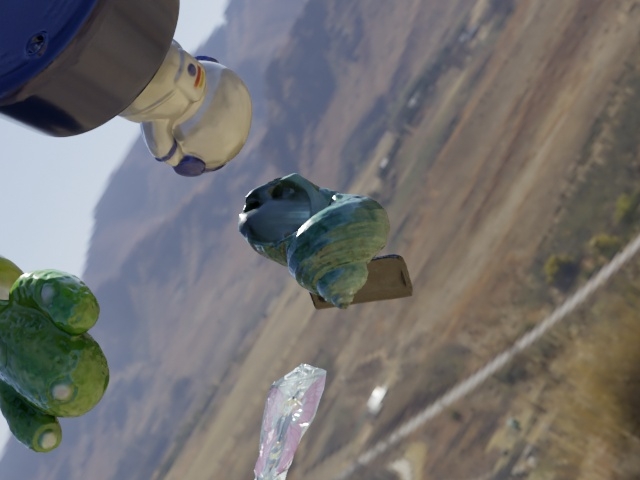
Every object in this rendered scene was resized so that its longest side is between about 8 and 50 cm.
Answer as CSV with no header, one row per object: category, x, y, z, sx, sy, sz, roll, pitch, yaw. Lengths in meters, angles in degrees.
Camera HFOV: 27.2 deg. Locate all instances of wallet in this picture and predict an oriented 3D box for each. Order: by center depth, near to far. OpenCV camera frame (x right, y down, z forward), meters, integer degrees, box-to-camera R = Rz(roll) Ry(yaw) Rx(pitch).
wallet,0.056,0.062,1.986,0.156,0.082,0.018,-10,29,16

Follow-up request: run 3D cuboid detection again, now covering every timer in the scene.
timer,-0.216,-0.194,1.505,0.270,0.383,0.270,-16,59,28

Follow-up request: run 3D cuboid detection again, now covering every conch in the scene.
conch,0.001,0.003,1.805,0.196,0.134,0.202,-24,34,3

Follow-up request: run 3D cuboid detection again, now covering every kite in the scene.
kite,-0.078,0.348,1.951,0.204,0.022,0.360,-23,44,62

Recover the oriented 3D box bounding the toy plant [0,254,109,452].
toy plant,-0.379,0.128,1.622,0.184,0.316,0.224,-3,-76,-45
